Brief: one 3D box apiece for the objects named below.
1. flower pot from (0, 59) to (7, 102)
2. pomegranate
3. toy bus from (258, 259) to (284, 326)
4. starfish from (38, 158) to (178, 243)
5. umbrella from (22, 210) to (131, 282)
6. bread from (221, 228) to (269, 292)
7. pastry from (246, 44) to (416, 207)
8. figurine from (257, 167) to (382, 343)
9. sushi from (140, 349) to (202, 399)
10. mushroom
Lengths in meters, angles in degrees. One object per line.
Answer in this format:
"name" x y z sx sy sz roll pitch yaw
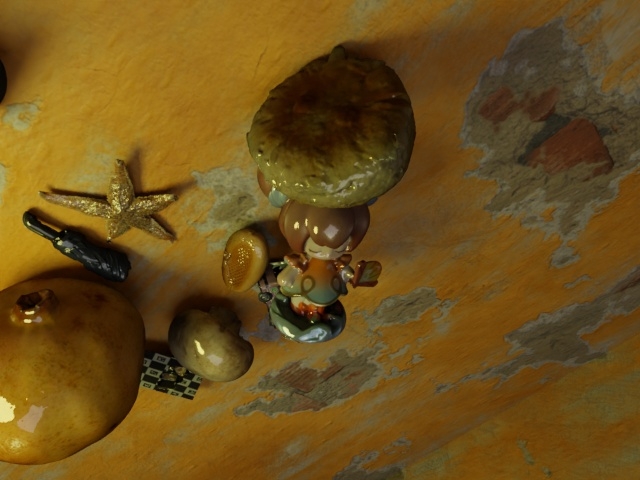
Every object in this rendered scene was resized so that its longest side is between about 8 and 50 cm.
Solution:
"flower pot" -0.612 -0.213 0.730 0.235 0.236 0.148 9 149 -24
"pomegranate" -0.593 0.260 1.050 0.415 0.417 0.417 -9 134 -9
"toy bus" -0.107 0.142 1.272 0.108 0.096 0.199 -19 137 -5
"starfish" -0.419 -0.079 1.007 0.294 0.048 0.231 23 132 -31
"umbrella" -0.536 0.017 1.053 0.071 0.071 0.248 -41 126 21
"bread" -0.180 0.045 1.159 0.114 0.077 0.189 30 129 3
"pastry" 0.021 -0.194 0.867 0.329 0.330 0.136 -21 145 3
"figurine" 0.001 0.001 1.051 0.276 0.248 0.389 -3 126 -18
"sushi" -0.444 0.382 1.422 0.192 0.051 0.215 20 131 -12
"mushroom" -0.288 0.277 1.280 0.254 0.184 0.255 12 153 6
